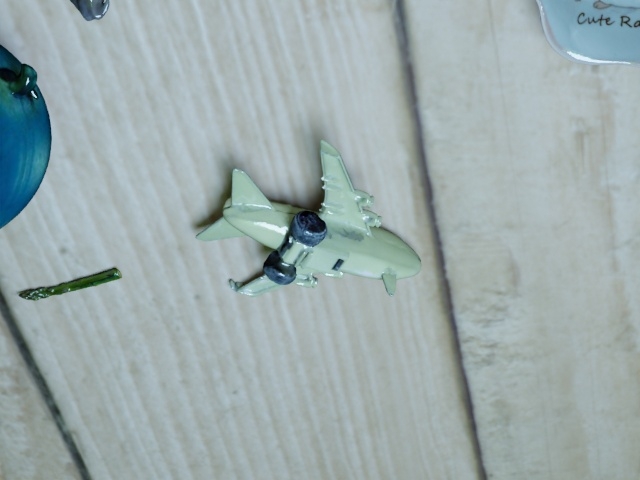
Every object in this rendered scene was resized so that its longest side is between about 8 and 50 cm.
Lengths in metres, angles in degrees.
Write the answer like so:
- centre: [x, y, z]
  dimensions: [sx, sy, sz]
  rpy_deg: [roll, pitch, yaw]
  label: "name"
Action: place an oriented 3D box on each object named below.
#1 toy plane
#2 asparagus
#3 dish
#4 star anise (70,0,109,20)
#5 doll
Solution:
- centre: [0.000, 0.000, 1.018]
  dimensions: [0.244, 0.092, 0.229]
  rpy_deg: [21, 131, -15]
  label: "toy plane"
- centre: [-0.275, 0.050, 1.052]
  dimensions: [0.114, 0.014, 0.015]
  rpy_deg: [-15, 120, 1]
  label: "asparagus"
- centre: [0.297, -0.274, 0.893]
  dimensions: [0.230, 0.081, 0.229]
  rpy_deg: [2, 125, 4]
  label: "dish"
- centre: [-0.188, -0.362, 0.767]
  dimensions: [0.316, 0.139, 0.359]
  rpy_deg: [-1, 112, -24]
  label: "star anise"
- centre: [-0.377, -0.081, 0.871]
  dimensions: [0.322, 0.186, 0.198]
  rpy_deg: [-20, 90, 24]
  label: "doll"
